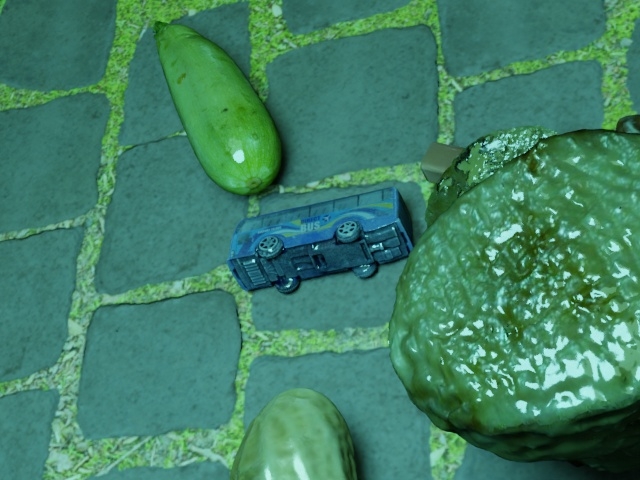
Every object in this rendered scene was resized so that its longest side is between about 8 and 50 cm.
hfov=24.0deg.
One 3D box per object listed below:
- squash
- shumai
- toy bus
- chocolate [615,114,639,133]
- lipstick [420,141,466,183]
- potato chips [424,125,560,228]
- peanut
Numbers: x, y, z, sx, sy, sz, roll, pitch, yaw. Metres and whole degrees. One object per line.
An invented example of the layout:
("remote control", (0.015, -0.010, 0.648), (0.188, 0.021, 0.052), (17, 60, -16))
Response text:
("squash", (-0.149, -0.200, 2.107), (0.118, 0.118, 0.370), (-31, 48, 3))
("shumai", (0.302, 0.098, 1.584), (0.398, 0.323, 0.324), (-25, 49, 23))
("toy bus", (0.001, 0.001, 1.940), (0.237, 0.079, 0.094), (-11, 40, 16))
("chocolate", (0.436, -0.082, 1.790), (0.214, 0.093, 0.148), (2, 59, 25))
("lipstick", (0.203, -0.086, 1.923), (0.145, 0.045, 0.045), (16, 68, 32))
("potato chips", (0.226, -0.041, 1.852), (0.202, 0.029, 0.220), (28, 95, 33))
("peanut", (-0.022, 0.311, 1.700), (0.152, 0.152, 0.313), (-19, 57, 11))
